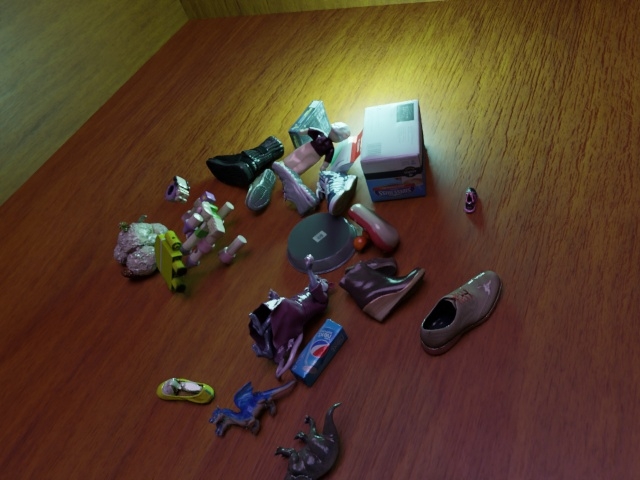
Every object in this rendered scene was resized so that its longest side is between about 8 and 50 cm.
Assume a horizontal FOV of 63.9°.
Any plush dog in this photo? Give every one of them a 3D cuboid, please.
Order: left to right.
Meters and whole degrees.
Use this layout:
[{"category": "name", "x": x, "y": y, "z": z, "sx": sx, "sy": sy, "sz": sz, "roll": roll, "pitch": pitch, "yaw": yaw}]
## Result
[{"category": "plush dog", "x": -0.765, "y": 0.043, "z": 2.188, "sx": 0.262, "sy": 0.211, "sz": 0.225, "roll": -30, "pitch": 69, "yaw": -7}]

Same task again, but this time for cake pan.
[{"category": "cake pan", "x": 0.000, "y": 0.000, "z": 2.001, "sx": 0.293, "sy": 0.054, "sz": 0.293, "roll": -11, "pitch": 47, "yaw": 12}]

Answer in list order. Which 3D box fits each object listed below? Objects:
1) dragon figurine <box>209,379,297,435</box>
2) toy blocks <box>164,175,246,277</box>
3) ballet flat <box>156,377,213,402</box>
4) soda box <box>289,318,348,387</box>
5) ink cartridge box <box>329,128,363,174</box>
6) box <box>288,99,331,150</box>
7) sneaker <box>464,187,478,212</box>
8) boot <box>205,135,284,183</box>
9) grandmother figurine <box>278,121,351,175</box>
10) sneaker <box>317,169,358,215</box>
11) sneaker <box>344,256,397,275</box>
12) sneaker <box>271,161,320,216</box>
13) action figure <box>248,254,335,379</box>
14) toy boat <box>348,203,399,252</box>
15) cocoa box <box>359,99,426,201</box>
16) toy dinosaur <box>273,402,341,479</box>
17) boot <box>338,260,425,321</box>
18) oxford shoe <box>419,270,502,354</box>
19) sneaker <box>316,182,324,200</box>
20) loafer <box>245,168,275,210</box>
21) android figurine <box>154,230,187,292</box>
[{"category": "dragon figurine", "x": -0.215, "y": 0.505, "z": 1.609, "sx": 0.144, "sy": 0.085, "sz": 0.289, "roll": 29, "pitch": 66, "yaw": 38}, {"category": "toy blocks", "x": -0.516, "y": -0.037, "z": 2.082, "sx": 0.260, "sy": 0.309, "sz": 0.289, "roll": -44, "pitch": 45, "yaw": 19}, {"category": "ballet flat", "x": -0.465, "y": 0.495, "z": 1.721, "sx": 0.230, "sy": 0.077, "sz": 0.077, "roll": 1, "pitch": 51, "yaw": 22}, {"category": "soda box", "x": -0.004, "y": 0.363, "z": 1.664, "sx": 0.067, "sy": 0.071, "sz": 0.210, "roll": 22, "pitch": 61, "yaw": 35}, {"category": "ink cartridge box", "x": 0.115, "y": -0.379, "z": 2.202, "sx": 0.056, "sy": 0.225, "sz": 0.181, "roll": 22, "pitch": 48, "yaw": -16}, {"category": "box", "x": -0.044, "y": -0.506, "z": 2.380, "sx": 0.059, "sy": 0.183, "sz": 0.233, "roll": 16, "pitch": 58, "yaw": 32}, {"category": "sneaker", "x": 0.563, "y": -0.162, "z": 1.925, "sx": 0.047, "sy": 0.057, "sz": 0.119, "roll": -2, "pitch": 48, "yaw": 22}, {"category": "boot", "x": -0.354, "y": -0.385, "z": 2.429, "sx": 0.348, "sy": 0.131, "sz": 0.260, "roll": 15, "pitch": 51, "yaw": 41}, {"category": "grandmother figurine", "x": -0.020, "y": -0.402, "z": 2.244, "sx": 0.342, "sy": 0.208, "sz": 0.104, "roll": -32, "pitch": 10, "yaw": 15}, {"category": "sneaker", "x": 0.041, "y": -0.197, "z": 2.081, "sx": 0.153, "sy": 0.099, "sz": 0.282, "roll": 16, "pitch": 35, "yaw": 14}, {"category": "sneaker", "x": 0.182, "y": 0.100, "z": 1.847, "sx": 0.188, "sy": 0.066, "sz": 0.071, "roll": -6, "pitch": 29, "yaw": 13}, {"category": "sneaker", "x": -0.130, "y": -0.222, "z": 2.170, "sx": 0.115, "sy": 0.105, "sz": 0.281, "roll": -46, "pitch": 66, "yaw": 13}, {"category": "action figure", "x": -0.063, "y": 0.236, "z": 1.721, "sx": 0.370, "sy": 0.248, "sz": 0.276, "roll": -28, "pitch": 76, "yaw": -39}, {"category": "toy boat", "x": 0.179, "y": -0.023, "z": 1.915, "sx": 0.151, "sy": 0.151, "sz": 0.231, "roll": -56, "pitch": 46, "yaw": 11}, {"category": "cocoa box", "x": 0.303, "y": -0.363, "z": 2.085, "sx": 0.231, "sy": 0.228, "sz": 0.347, "roll": -5, "pitch": 49, "yaw": 15}, {"category": "toy dinosaur", "x": -0.022, "y": 0.605, "z": 1.447, "sx": 0.160, "sy": 0.121, "sz": 0.313, "roll": 35, "pitch": 64, "yaw": 27}, {"category": "boot", "x": 0.210, "y": 0.131, "z": 1.749, "sx": 0.248, "sy": 0.090, "sz": 0.207, "roll": -43, "pitch": 65, "yaw": -8}, {"category": "oxford shoe", "x": 0.443, "y": 0.203, "z": 1.591, "sx": 0.348, "sy": 0.130, "sz": 0.123, "roll": -43, "pitch": 49, "yaw": -18}, {"category": "sneaker", "x": 0.006, "y": -0.213, "z": 2.199, "sx": 0.043, "sy": 0.040, "sz": 0.109, "roll": -7, "pitch": 49, "yaw": 11}, {"category": "loafer", "x": -0.275, "y": -0.215, "z": 2.290, "sx": 0.087, "sy": 0.094, "sz": 0.251, "roll": -22, "pitch": 30, "yaw": 36}, {"category": "android figurine", "x": -0.599, "y": 0.080, "z": 2.043, "sx": 0.056, "sy": 0.248, "sz": 0.273, "roll": -11, "pitch": 37, "yaw": -32}]
